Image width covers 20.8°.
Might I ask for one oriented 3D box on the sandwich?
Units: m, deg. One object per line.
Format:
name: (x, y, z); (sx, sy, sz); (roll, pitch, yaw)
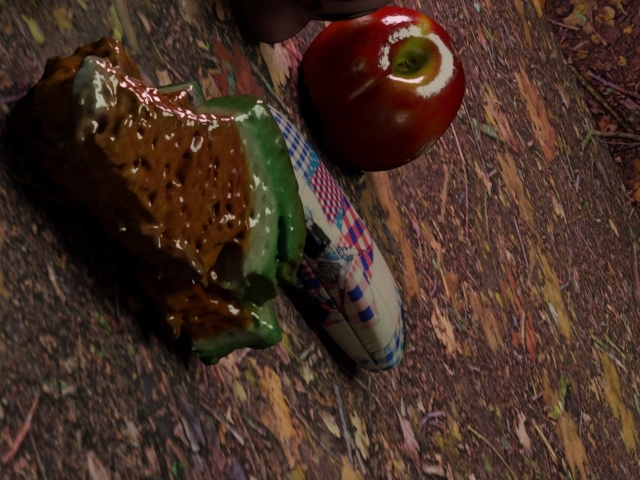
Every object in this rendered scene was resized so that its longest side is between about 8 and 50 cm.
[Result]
sandwich: (-0.110, -0.063, 1.357); (0.301, 0.162, 0.250); (39, 30, -62)

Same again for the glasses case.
glasses case: (0.000, 0.000, 1.735); (0.327, 0.076, 0.125); (57, 20, -35)

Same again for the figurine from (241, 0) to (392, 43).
figurine: (0.016, -0.359, 1.863); (0.270, 0.211, 0.261); (107, -23, -65)

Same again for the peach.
peach: (0.062, -0.172, 2.032); (0.190, 0.226, 0.196); (31, 67, -11)
